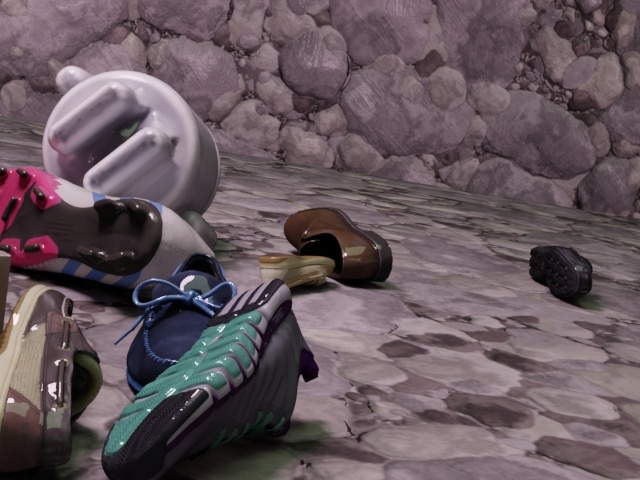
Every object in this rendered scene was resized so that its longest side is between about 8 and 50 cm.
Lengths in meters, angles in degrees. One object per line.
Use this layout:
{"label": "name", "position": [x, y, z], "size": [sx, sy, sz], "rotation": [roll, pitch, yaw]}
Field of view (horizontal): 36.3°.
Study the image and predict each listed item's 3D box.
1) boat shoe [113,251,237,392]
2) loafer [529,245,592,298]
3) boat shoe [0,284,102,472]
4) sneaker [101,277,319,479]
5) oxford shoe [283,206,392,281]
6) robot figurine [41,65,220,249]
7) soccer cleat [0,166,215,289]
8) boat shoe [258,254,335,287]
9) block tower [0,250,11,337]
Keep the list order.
{"label": "boat shoe", "position": [-0.121, 0.065, 0.841], "size": [0.109, 0.089, 0.258], "rotation": [7, 10, -13]}
{"label": "loafer", "position": [0.383, 0.044, 1.502], "size": [0.078, 0.076, 0.223], "rotation": [1, 6, -2]}
{"label": "boat shoe", "position": [-0.186, 0.095, 0.662], "size": [0.073, 0.080, 0.223], "rotation": [13, 14, -9]}
{"label": "sneaker", "position": [-0.057, 0.115, 0.674], "size": [0.083, 0.098, 0.223], "rotation": [-22, 15, 33]}
{"label": "oxford shoe", "position": [0.000, 0.000, 1.378], "size": [0.096, 0.083, 0.227], "rotation": [-2, 13, -32]}
{"label": "robot figurine", "position": [-0.244, -0.107, 1.310], "size": [0.200, 0.300, 0.353], "rotation": [-34, -4, 0]}
{"label": "soccer cleat", "position": [-0.262, 0.001, 1.104], "size": [0.331, 0.116, 0.143], "rotation": [14, -13, 38]}
{"label": "boat shoe", "position": [-0.029, 0.043, 1.231], "size": [0.056, 0.048, 0.153], "rotation": [0, -2, 24]}
{"label": "block tower", "position": [-0.375, 0.021, 0.841], "size": [0.091, 0.097, 0.335], "rotation": [-1, 15, -43]}
